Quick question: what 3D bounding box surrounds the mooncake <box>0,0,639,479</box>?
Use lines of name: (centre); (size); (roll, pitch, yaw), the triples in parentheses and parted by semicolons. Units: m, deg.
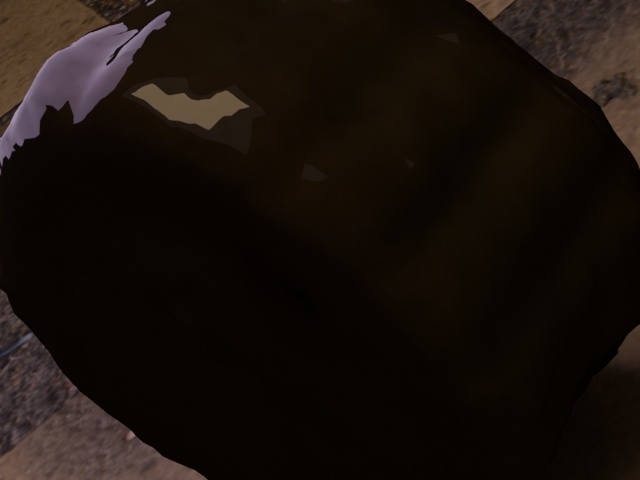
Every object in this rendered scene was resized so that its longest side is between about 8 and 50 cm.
mooncake: (0.000, 0.000, 0.958); (0.324, 0.324, 0.187); (0, 42, 48)
